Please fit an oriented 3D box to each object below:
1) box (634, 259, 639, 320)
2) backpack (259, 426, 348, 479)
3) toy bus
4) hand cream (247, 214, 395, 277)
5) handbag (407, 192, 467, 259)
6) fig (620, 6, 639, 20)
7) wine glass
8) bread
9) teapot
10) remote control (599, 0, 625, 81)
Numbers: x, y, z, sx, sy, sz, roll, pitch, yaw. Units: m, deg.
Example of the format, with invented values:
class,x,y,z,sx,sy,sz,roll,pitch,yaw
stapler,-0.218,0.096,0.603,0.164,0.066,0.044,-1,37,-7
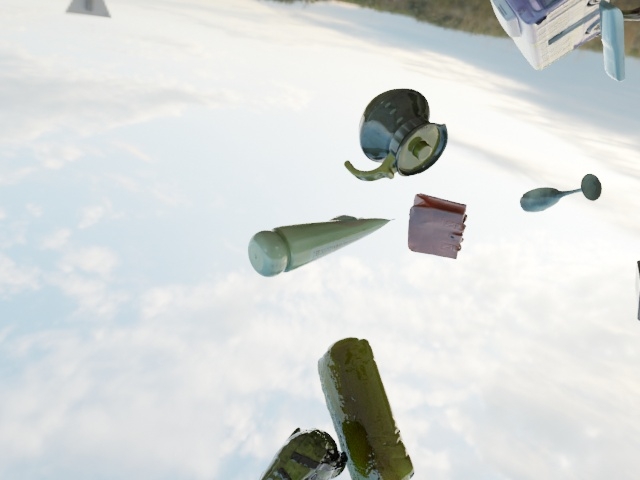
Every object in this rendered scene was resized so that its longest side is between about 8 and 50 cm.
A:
class,x,y,z,sx,sy,sz,roll,pitch,yaw
box,0.495,0.072,0.859,0.060,0.084,0.063,-8,-130,20
backpack,-0.042,0.508,1.272,0.140,0.253,0.207,34,-106,19
toy bus,0.546,-0.588,1.392,0.209,0.249,0.440,63,-159,10
hand cream,0.000,0.000,1.186,0.306,0.093,0.147,-14,179,-35
handbag,0.325,-0.034,1.620,0.157,0.212,0.059,15,-122,16
fig,0.751,-0.534,1.248,0.175,0.207,0.175,9,-120,-16
wine glass,0.831,-0.092,2.103,0.096,0.264,0.309,30,163,-18
bread,0.092,0.420,1.404,0.112,0.166,0.383,14,-130,-48
teapot,0.114,-0.155,0.910,0.119,0.166,0.130,51,-171,37
remote control,0.587,-0.401,1.177,0.029,0.162,0.061,-18,-143,9
